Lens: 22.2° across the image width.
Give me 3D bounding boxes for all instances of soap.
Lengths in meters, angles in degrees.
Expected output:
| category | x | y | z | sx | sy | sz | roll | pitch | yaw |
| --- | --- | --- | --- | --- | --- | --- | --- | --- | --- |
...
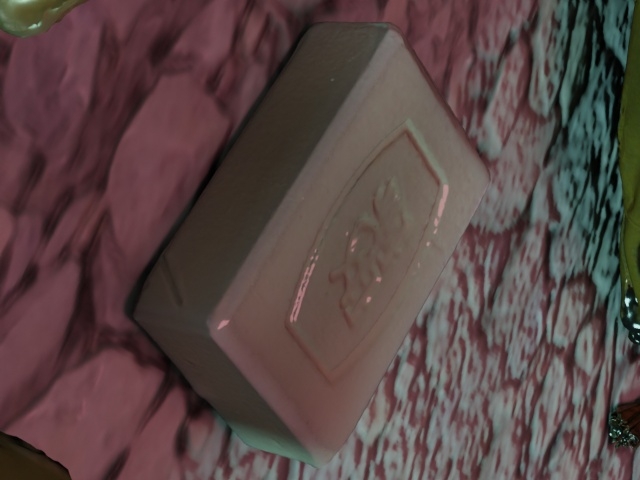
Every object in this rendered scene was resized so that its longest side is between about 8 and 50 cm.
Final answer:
| category | x | y | z | sx | sy | sz | roll | pitch | yaw |
| --- | --- | --- | --- | --- | --- | --- | --- | --- | --- |
| soap | 0.000 | 0.000 | 0.777 | 0.183 | 0.064 | 0.121 | -60 | 137 | -24 |

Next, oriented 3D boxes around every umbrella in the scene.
| category | x | y | z | sx | sy | sz | roll | pitch | yaw |
| --- | --- | --- | --- | --- | --- | --- | --- | --- | --- |
| umbrella | 0.222 | 0.124 | 1.139 | 0.083 | 0.020 | 0.031 | -26 | 80 | -47 |

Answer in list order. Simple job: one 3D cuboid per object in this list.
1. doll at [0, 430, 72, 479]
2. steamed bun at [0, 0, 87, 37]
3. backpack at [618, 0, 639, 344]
| category | x | y | z | sx | sy | sz | roll | pitch | yaw |
| --- | --- | --- | --- | --- | --- | --- | --- | --- | --- |
| doll | -0.131 | 0.167 | 0.562 | 0.161 | 0.177 | 0.260 | -49 | 138 | -34 |
| steamed bun | -0.047 | -0.207 | 0.625 | 0.212 | 0.110 | 0.231 | -24 | 121 | -48 |
| backpack | 0.309 | -0.091 | 1.045 | 0.353 | 0.201 | 0.378 | -61 | 143 | -29 |
